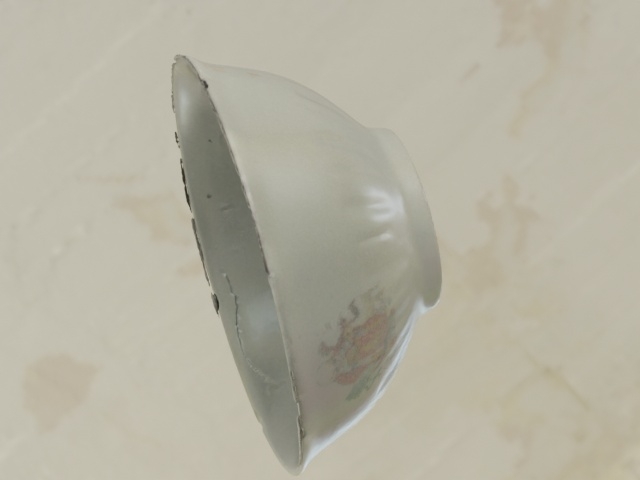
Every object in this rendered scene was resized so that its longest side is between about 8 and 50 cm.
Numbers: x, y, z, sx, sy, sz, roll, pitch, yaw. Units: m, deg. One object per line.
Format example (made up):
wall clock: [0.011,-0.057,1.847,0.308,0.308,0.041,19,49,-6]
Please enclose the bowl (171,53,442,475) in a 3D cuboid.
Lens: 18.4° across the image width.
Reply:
bowl: [0.000,0.000,0.856,0.086,0.189,0.189,-15,-42,-11]
